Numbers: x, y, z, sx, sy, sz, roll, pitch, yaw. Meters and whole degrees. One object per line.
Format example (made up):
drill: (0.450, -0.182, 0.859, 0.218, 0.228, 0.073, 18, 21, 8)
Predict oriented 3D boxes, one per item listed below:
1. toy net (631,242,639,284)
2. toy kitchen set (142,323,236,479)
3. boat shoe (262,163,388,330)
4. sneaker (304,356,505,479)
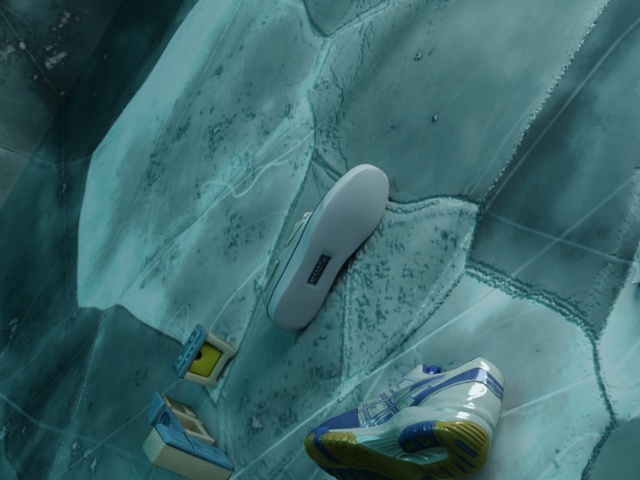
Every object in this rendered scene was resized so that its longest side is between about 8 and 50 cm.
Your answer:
toy net: (0.363, 0.057, 1.281, 0.122, 0.045, 0.232, -40, 37, 32)
toy kitchen set: (-0.187, 0.230, 1.875, 0.166, 0.122, 0.207, -59, 31, 5)
boat shoe: (0.000, 0.000, 1.820, 0.268, 0.096, 0.088, -62, 35, 15)
sneaker: (0.105, 0.216, 1.504, 0.296, 0.112, 0.131, -17, 35, 47)
